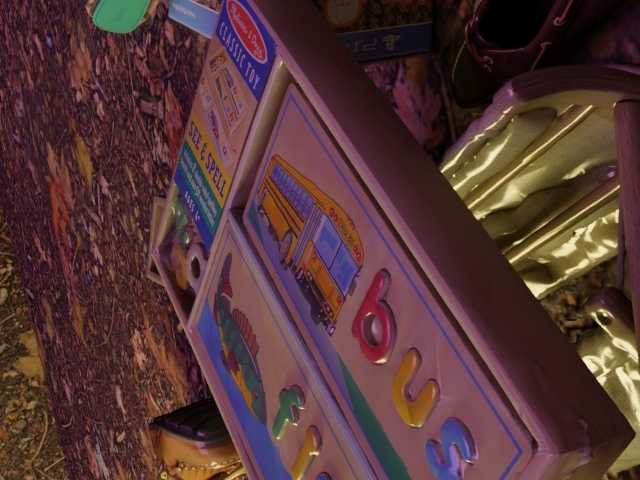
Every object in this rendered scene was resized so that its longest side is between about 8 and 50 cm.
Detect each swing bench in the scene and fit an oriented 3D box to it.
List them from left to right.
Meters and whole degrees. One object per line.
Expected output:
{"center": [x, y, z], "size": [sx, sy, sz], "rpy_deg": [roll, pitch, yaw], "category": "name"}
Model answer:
{"center": [0.152, 0.060, 0.604], "size": [0.253, 0.165, 0.254], "rpy_deg": [134, 124, -60], "category": "swing bench"}

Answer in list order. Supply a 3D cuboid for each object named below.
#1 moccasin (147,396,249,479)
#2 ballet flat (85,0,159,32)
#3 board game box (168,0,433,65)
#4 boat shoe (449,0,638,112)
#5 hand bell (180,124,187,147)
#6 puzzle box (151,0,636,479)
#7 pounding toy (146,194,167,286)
{"center": [-0.161, 0.296, 1.344], "size": [0.380, 0.139, 0.146], "rpy_deg": [-33, 74, 63], "category": "moccasin"}
{"center": [-0.152, -0.244, 0.838], "size": [0.221, 0.077, 0.079], "rpy_deg": [168, 108, -64], "category": "ballet flat"}
{"center": [-0.025, -0.307, 0.789], "size": [0.232, 0.141, 0.290], "rpy_deg": [37, 133, 52], "category": "board game box"}
{"center": [0.131, -0.144, 0.641], "size": [0.073, 0.073, 0.207], "rpy_deg": [68, 154, 14], "category": "boat shoe"}
{"center": [-0.117, -0.018, 1.108], "size": [0.126, 0.126, 0.242], "rpy_deg": [60, 146, 29], "category": "hand bell"}
{"center": [0.000, 0.049, 0.630], "size": [0.409, 0.052, 0.272], "rpy_deg": [59, 139, 38], "category": "puzzle box"}
{"center": [-0.148, 0.017, 1.257], "size": [0.141, 0.100, 0.130], "rpy_deg": [18, 104, 57], "category": "pounding toy"}
